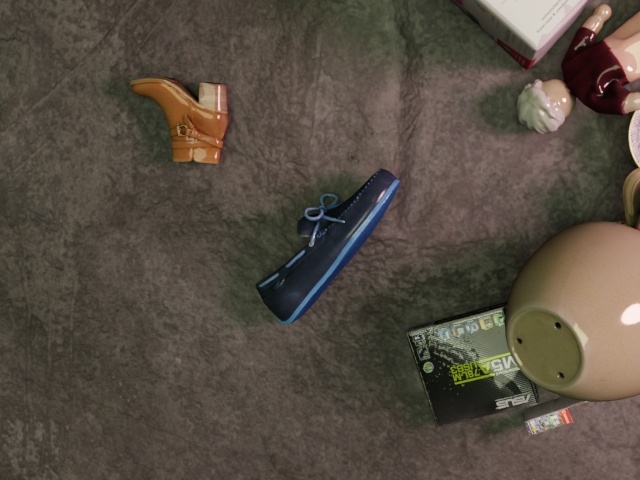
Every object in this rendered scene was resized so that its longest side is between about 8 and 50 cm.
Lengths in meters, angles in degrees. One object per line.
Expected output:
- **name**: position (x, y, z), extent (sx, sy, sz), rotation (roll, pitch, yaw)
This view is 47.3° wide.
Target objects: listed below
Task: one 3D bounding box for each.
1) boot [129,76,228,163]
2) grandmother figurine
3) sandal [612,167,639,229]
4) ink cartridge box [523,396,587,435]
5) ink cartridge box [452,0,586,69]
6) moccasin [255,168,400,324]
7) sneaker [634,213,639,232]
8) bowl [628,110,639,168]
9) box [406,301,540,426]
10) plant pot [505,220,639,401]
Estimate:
- **boot**: position (-0.269, -0.223, 1.362), extent (0.197, 0.073, 0.152), rotation (10, 104, 15)
- **grandmother figurine**: position (0.466, -0.277, 1.149), extent (0.342, 0.104, 0.208), rotation (-31, 45, 25)
- **sandal**: position (0.510, -0.023, 1.197), extent (0.088, 0.079, 0.240), rotation (-23, 124, -9)
- **ink cartridge box**: position (0.412, 0.299, 1.270), extent (0.115, 0.063, 0.029), rotation (-23, 91, 15)
- **ink cartridge box**: position (0.258, -0.421, 1.128), extent (0.306, 0.226, 0.131), rotation (43, 103, 6)
- **moccasin**: position (0.000, 0.000, 1.293), extent (0.117, 0.138, 0.342), rotation (42, 104, 10)
- **sneaker**: position (0.563, 0.047, 1.121), extent (0.116, 0.136, 0.314), rotation (-16, 123, -24)
- **bowl**: position (0.574, -0.168, 1.161), extent (0.170, 0.080, 0.170), rotation (2, 98, 14)
- **box**: position (0.271, 0.222, 1.304), extent (0.190, 0.045, 0.184), rotation (-17, 91, 16)
- **plant pot**: position (0.396, 0.131, 1.117), extent (0.284, 0.191, 0.284), rotation (24, 123, 42)
